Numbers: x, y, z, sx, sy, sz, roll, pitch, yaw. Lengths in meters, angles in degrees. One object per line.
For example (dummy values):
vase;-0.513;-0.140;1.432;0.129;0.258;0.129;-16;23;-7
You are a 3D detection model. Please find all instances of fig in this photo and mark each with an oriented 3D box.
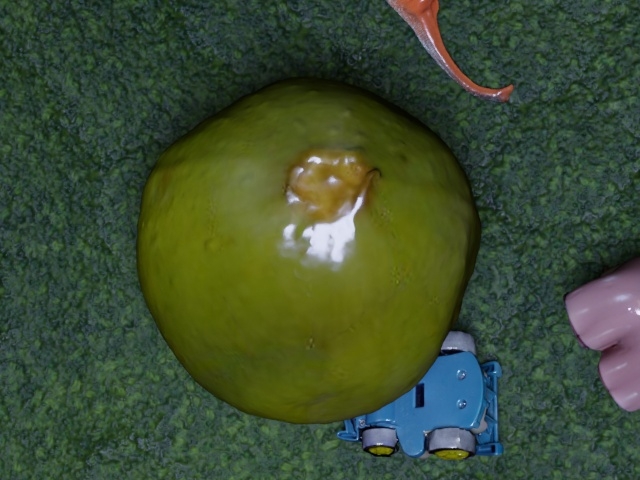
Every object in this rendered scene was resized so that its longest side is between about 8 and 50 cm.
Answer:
fig;-0.011;0.003;1.161;0.343;0.343;0.343;0;89;2

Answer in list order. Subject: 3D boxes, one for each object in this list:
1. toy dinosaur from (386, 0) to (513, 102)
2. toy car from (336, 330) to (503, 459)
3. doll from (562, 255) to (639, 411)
toy dinosaur;0.107;-0.258;1.308;0.279;0.055;0.101;40;100;1
toy car;0.105;0.172;1.292;0.161;0.098;0.126;-14;59;29
doll;0.397;0.036;1.197;0.268;0.216;0.284;-34;83;32
